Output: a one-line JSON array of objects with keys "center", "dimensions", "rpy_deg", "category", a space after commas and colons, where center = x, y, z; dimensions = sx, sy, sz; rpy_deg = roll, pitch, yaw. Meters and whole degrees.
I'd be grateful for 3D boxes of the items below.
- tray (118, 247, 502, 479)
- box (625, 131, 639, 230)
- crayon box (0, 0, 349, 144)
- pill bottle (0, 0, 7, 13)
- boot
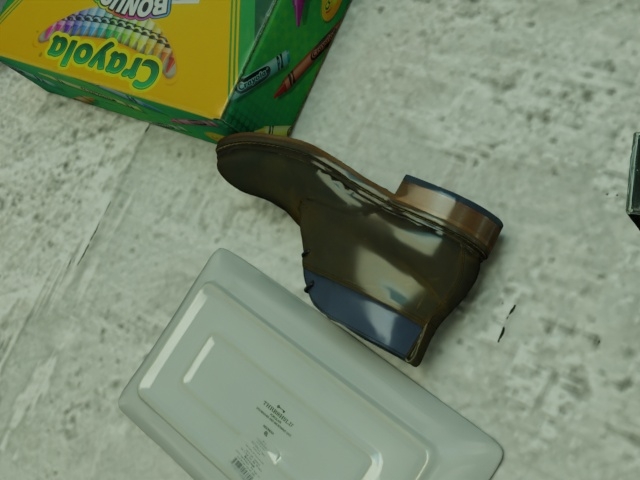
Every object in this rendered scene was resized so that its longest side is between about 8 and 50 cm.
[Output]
[{"center": [-0.026, 0.120, 0.684], "dimensions": [0.270, 0.030, 0.145], "rpy_deg": [33, 91, 35], "category": "tray"}, {"center": [0.255, 0.001, 0.472], "dimensions": [0.190, 0.184, 0.045], "rpy_deg": [3, 72, 32], "category": "box"}, {"center": [-0.123, -0.180, 0.823], "dimensions": [0.278, 0.081, 0.165], "rpy_deg": [19, 82, 34], "category": "crayon box"}, {"center": [-0.322, -0.245, 0.961], "dimensions": [0.087, 0.087, 0.160], "rpy_deg": [-44, 57, 9], "category": "pill bottle"}, {"center": [0.000, 0.000, 0.683], "dimensions": [0.219, 0.082, 0.106], "rpy_deg": [19, 79, 32], "category": "boot"}]
